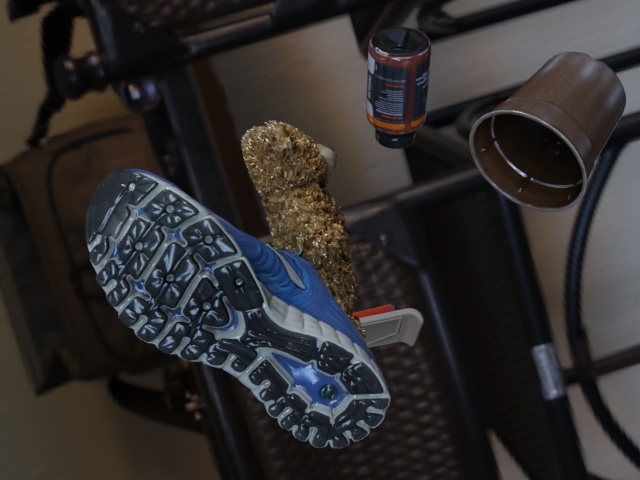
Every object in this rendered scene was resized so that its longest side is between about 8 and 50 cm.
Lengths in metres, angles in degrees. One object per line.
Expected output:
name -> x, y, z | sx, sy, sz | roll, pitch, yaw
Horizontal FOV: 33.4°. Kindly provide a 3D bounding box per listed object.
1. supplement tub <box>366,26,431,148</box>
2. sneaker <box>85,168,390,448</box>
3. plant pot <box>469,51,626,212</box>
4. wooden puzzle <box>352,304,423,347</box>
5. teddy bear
supplement tub -> 0.129, -0.252, 1.797 | 0.106, 0.106, 0.197 | -110, 15, -47
sneaker -> -0.078, 0.054, 0.992 | 0.330, 0.130, 0.147 | 43, -167, -15
plant pot -> 0.309, -0.152, 1.404 | 0.167, 0.165, 0.167 | 29, 148, 20
wooden puzzle -> 0.059, 0.166, 1.936 | 0.221, 0.239, 0.044 | 90, 173, -71
teddy bear -> 0.000, 0.000, 1.403 | 0.245, 0.113, 0.337 | 54, -162, -65
